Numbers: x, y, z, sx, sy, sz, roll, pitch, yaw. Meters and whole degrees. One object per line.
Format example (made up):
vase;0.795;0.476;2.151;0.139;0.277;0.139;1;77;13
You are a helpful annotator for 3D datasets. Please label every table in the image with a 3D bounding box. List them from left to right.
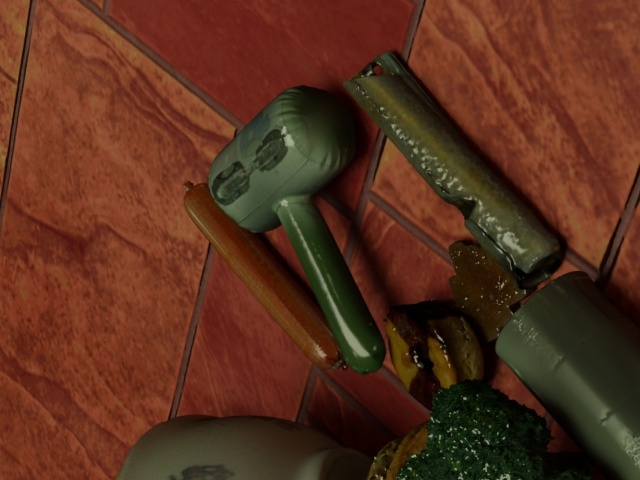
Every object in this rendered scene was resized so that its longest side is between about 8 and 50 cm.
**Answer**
table;0.289;0.149;1.637;0.220;0.126;0.126;49;133;27

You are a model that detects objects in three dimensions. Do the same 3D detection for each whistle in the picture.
whistle;0.141;-0.081;1.791;0.068;0.057;0.326;-38;65;0

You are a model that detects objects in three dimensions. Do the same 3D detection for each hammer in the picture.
hammer;0.000;0.000;1.928;0.206;0.119;0.335;-40;71;48

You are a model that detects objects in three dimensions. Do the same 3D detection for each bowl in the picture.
bowl;-0.014;0.355;1.877;0.196;0.435;0.435;-33;76;28

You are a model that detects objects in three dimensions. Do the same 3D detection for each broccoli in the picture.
broccoli;0.188;0.275;1.634;0.269;0.241;0.261;7;100;30

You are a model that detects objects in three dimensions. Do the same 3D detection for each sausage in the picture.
sausage;-0.073;0.042;2.076;0.348;0.053;0.053;49;133;28

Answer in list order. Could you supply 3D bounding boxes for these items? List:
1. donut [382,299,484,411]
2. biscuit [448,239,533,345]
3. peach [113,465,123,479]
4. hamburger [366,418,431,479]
donut;0.130;0.126;1.845;0.140;0.059;0.140;45;144;45
biscuit;0.181;0.060;1.816;0.119;0.019;0.130;34;125;38
peach;-0.155;0.412;2.124;0.308;0.289;0.289;40;137;-8
hamburger;0.131;0.292;1.813;0.182;0.191;0.118;54;138;14
